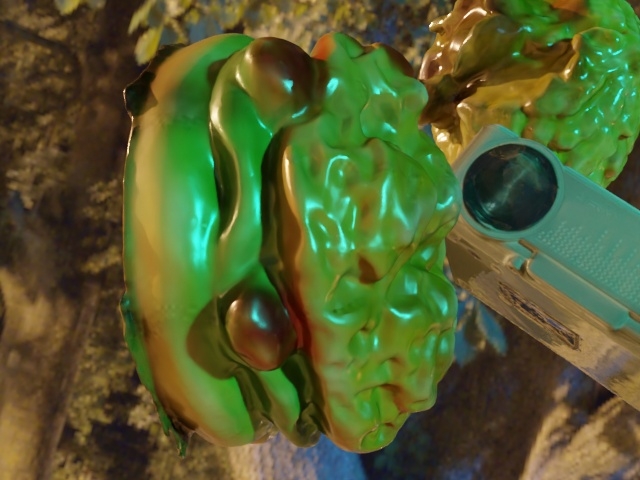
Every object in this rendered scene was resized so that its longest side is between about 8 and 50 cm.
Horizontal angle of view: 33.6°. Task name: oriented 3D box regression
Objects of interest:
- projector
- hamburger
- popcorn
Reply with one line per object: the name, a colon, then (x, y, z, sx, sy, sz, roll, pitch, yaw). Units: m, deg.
projector: (0.215, 0.036, 0.858, 0.256, 0.099, 0.192, 37, -10, 23)
hamburger: (0.000, 0.000, 0.546, 0.148, 0.237, 0.237, -2, -20, 14)
popcorn: (0.222, -0.157, 1.104, 0.258, 0.270, 0.224, 53, -20, 27)
